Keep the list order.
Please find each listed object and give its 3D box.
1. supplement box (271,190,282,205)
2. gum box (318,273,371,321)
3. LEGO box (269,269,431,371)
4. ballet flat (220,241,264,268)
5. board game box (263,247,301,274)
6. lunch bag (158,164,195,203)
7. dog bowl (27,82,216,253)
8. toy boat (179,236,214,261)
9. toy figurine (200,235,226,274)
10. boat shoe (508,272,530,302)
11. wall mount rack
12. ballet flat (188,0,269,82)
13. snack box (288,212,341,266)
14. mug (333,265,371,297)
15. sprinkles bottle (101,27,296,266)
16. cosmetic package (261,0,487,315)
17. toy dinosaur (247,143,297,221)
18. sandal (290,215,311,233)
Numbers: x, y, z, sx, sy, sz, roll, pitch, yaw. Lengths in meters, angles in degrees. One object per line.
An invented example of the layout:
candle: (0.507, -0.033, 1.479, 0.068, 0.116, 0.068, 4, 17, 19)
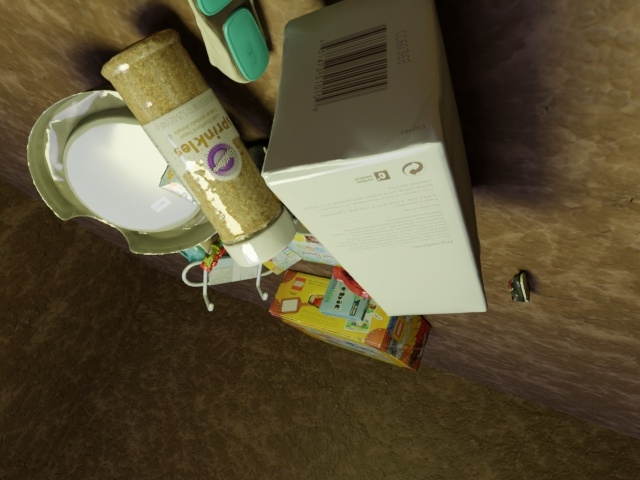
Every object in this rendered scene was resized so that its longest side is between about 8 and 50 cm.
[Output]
supplement box: (-0.142, -0.102, 1.042, 0.099, 0.036, 0.062, 5, 155, 44)
gum box: (0.087, 0.165, 1.353, 0.041, 0.156, 0.185, 34, 160, -31)
LEGO box: (0.118, 0.308, 1.672, 0.501, 0.193, 0.372, 9, 158, 37)
ballet flat: (-0.329, 0.055, 1.647, 0.096, 0.095, 0.280, 24, 167, 36)
board game box: (-0.139, 0.044, 1.375, 0.154, 0.104, 0.026, 45, -167, -51)
lunch bag: (-0.227, -0.116, 0.736, 0.071, 0.083, 0.053, 28, -161, -27)
dog bowl: (-0.337, -0.133, 0.813, 0.350, 0.102, 0.348, -2, 132, -2)
toy boat: (-0.477, -0.034, 1.417, 0.268, 0.148, 0.318, 38, 158, 4)
toy figurine: (-0.320, -0.057, 1.096, 0.217, 0.191, 0.362, 35, 167, -6)
boat shoe: (0.431, 0.105, 0.938, 0.042, 0.048, 0.133, 2, 159, 29)
wall mount rack: (-0.277, 0.092, 1.454, 0.351, 0.130, 0.303, -8, 132, -26)
ballet flat: (-0.116, -0.269, 0.467, 0.086, 0.086, 0.248, 20, 163, 7)
snack box: (0.000, 0.000, 1.116, 0.207, 0.070, 0.174, 10, 158, 37)
mug: (0.121, 0.089, 1.159, 0.170, 0.113, 0.150, 18, -179, 28)
sprinkles bottle: (-0.171, -0.126, 0.663, 0.121, 0.121, 0.355, 1, 130, 49)
cosmetic package: (0.099, -0.065, 0.523, 0.156, 0.217, 0.385, -8, 149, 21)
toy dinosaur: (-0.089, -0.127, 0.820, 0.314, 0.121, 0.160, 14, 134, 54)
sandal: (-0.001, -0.047, 0.943, 0.220, 0.060, 0.089, 2, 122, 45)
